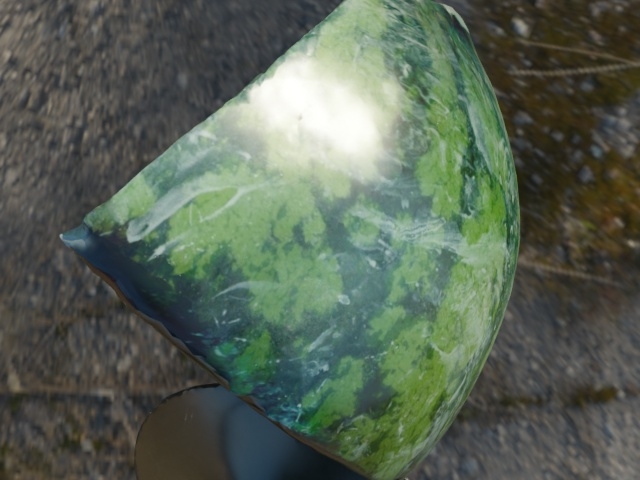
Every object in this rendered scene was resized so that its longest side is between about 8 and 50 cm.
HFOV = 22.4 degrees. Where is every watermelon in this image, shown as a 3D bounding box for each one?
[{"bbox_3d":[0.000,0.000,0.743,0.180,0.305,0.224,0,89,11],"label":"watermelon"}]

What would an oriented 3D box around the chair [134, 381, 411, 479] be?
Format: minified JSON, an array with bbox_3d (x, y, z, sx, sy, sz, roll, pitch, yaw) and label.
[{"bbox_3d":[-0.106,0.282,0.861,0.226,0.401,0.226,17,131,20],"label":"chair"}]
